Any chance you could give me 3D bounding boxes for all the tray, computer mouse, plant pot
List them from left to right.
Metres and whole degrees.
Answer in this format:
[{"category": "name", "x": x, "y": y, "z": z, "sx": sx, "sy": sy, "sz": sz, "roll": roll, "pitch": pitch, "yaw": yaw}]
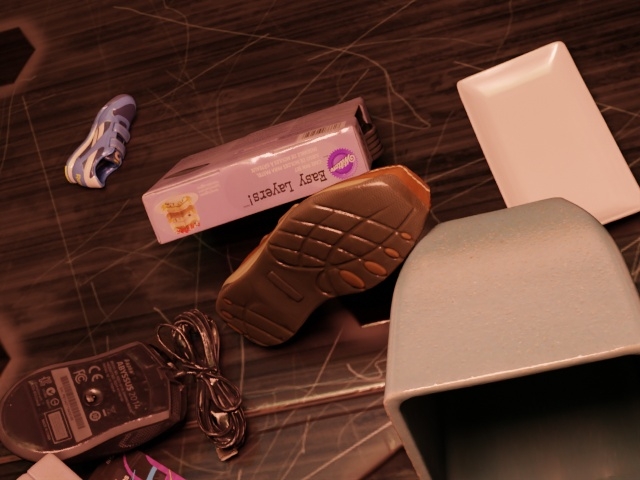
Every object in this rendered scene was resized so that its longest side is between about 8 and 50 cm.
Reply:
[{"category": "computer mouse", "x": -0.233, "y": 0.195, "z": 1.359, "sx": 0.272, "sy": 0.072, "sz": 0.189, "roll": -13, "pitch": 58, "yaw": -16}, {"category": "plant pot", "x": 0.204, "y": 0.101, "z": 1.188, "sx": 0.247, "sy": 0.247, "sz": 0.252, "roll": -13, "pitch": 46, "yaw": 12}, {"category": "tray", "x": 0.271, "y": -0.112, "z": 1.411, "sx": 0.145, "sy": 0.030, "sz": 0.270, "roll": -22, "pitch": 56, "yaw": 7}]

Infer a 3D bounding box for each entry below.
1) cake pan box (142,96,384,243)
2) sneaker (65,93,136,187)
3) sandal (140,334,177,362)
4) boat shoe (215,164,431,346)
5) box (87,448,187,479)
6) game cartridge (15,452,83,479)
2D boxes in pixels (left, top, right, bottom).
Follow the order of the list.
[{"category": "cake pan box", "x": -0.058, "y": -0.091, "z": 1.408, "sx": 0.266, "sy": 0.070, "sz": 0.246, "roll": -18, "pitch": 14, "yaw": 8}, {"category": "sneaker", "x": -0.287, "y": -0.132, "z": 1.612, "sx": 0.059, "sy": 0.053, "sz": 0.144, "roll": 23, "pitch": 79, "yaw": 30}, {"category": "sandal", "x": -0.260, "y": 0.165, "z": 1.430, "sx": 0.179, "sy": 0.040, "sz": 0.067, "roll": -32, "pitch": 55, "yaw": 0}, {"category": "boat shoe", "x": 0.000, "y": 0.000, "z": 1.317, "sx": 0.324, "sy": 0.122, "sz": 0.120, "roll": -34, "pitch": 18, "yaw": 42}, {"category": "box", "x": -0.201, "y": 0.308, "z": 1.331, "sx": 0.162, "sy": 0.029, "sz": 0.116, "roll": 23, "pitch": 70, "yaw": 31}, {"category": "game cartridge", "x": -0.224, "y": 0.392, "z": 1.163, "sx": 0.355, "sy": 0.068, "sz": 0.230, "roll": 36, "pitch": 50, "yaw": 21}]
